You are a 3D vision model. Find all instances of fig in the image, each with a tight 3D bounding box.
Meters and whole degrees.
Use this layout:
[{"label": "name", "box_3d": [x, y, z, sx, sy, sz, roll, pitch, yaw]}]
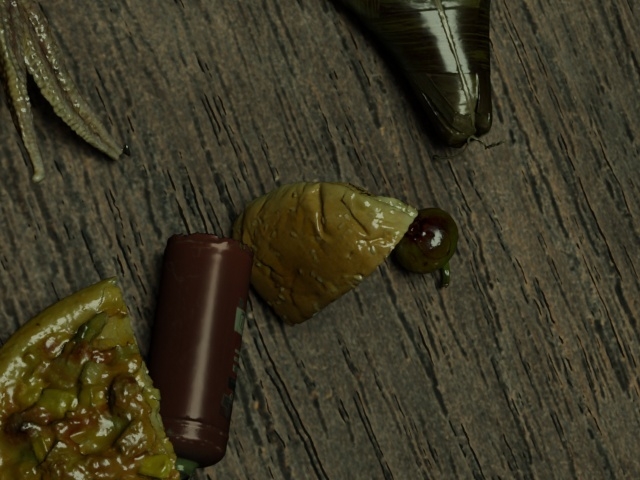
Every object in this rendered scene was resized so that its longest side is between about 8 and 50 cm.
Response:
[{"label": "fig", "box_3d": [0.139, 0.006, 2.162, 0.098, 0.082, 0.084, 45, 33, -50]}]

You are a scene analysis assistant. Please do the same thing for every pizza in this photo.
[{"label": "pizza", "box_3d": [-0.304, 0.190, 1.838, 0.268, 0.087, 0.258, -20, 62, -7]}]

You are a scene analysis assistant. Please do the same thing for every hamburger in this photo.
[{"label": "hamburger", "box_3d": [0.000, 0.000, 2.003, 0.155, 0.207, 0.135, 43, 57, -17]}]

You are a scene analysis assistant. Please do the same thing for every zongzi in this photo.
[{"label": "zongzi", "box_3d": [0.103, -0.230, 2.199, 0.241, 0.111, 0.248, -1, 82, -10]}]

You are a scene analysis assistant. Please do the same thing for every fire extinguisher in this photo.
[{"label": "fire extinguisher", "box_3d": [-0.126, 0.165, 1.935, 0.147, 0.106, 0.337, 4, 71, 8]}]

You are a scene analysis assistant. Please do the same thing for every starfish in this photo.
[{"label": "starfish", "box_3d": [-0.304, -0.262, 1.875, 0.132, 0.398, 0.384, -20, 94, -3]}]
